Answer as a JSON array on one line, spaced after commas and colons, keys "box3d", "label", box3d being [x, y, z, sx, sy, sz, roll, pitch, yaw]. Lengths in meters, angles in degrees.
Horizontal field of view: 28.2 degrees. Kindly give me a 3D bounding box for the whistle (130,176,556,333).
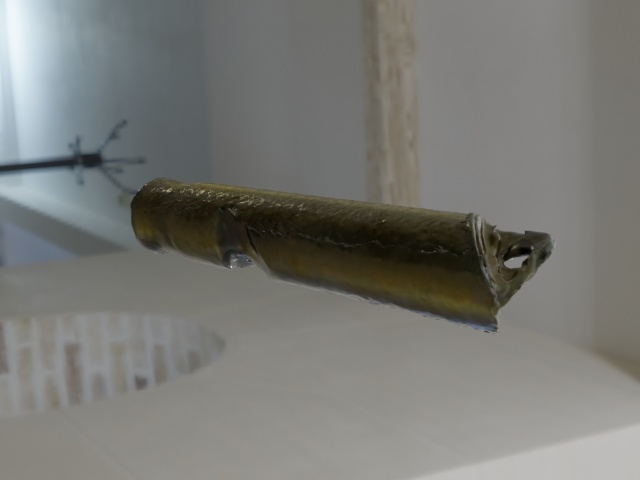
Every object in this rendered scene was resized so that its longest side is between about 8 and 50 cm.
[{"box3d": [0.000, -0.001, 0.783, 0.326, 0.068, 0.057, 9, -46, 46], "label": "whistle"}]
